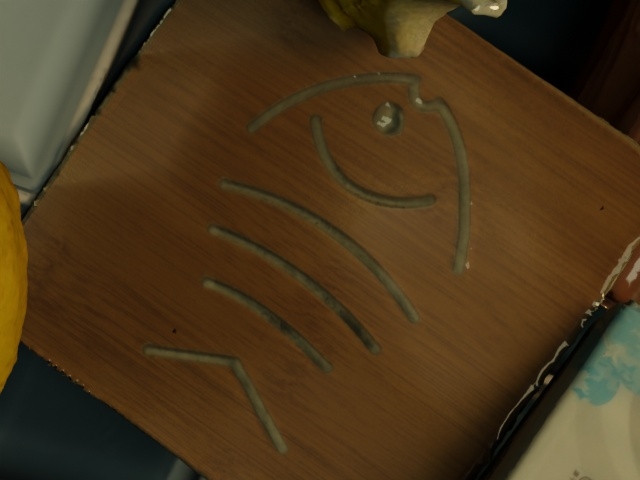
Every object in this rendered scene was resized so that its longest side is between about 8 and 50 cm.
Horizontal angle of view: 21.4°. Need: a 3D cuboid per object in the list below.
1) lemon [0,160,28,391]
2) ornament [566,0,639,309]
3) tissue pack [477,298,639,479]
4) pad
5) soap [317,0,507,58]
[{"bbox_3d":[-0.236,0.020,0.804,0.192,0.192,0.231,5,108,-27],"label":"lemon"},{"bbox_3d":[0.232,-0.056,1.003,0.217,0.235,0.221,-57,149,8],"label":"ornament"},{"bbox_3d":[0.146,0.174,0.926,0.145,0.159,0.229,35,78,8],"label":"tissue pack"},{"bbox_3d":[0.000,0.000,0.917,0.286,0.018,0.284,35,91,6],"label":"pad"},{"bbox_3d":[-0.063,-0.259,0.788,0.339,0.169,0.304,5,89,-27],"label":"soap"}]
